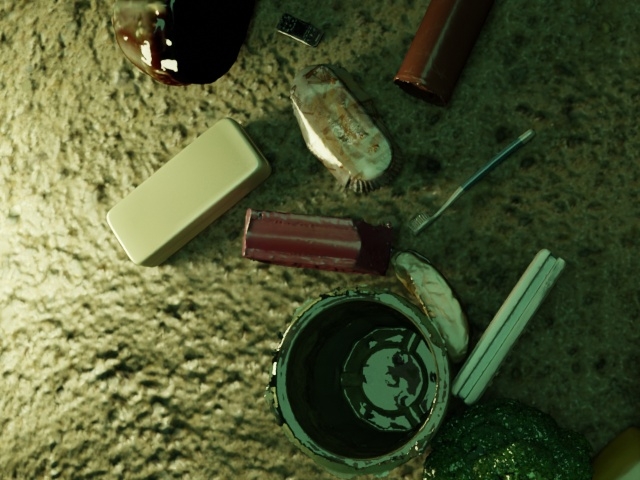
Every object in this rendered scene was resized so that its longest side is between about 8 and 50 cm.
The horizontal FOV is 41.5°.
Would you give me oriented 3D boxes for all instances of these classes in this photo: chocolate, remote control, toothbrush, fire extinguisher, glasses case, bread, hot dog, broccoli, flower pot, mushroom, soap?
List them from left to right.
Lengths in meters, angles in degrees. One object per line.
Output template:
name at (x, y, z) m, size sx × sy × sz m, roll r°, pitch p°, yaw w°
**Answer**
chocolate at (-0.272, -0.459, 1.585) m, size 0.210 × 0.225 × 0.340 m, roll 11°, pitch 85°, yaw 29°
glasses case at (-0.248, -0.088, 1.594) m, size 0.312 × 0.070 × 0.131 m, roll -38°, pitch 74°, yaw 7°
remote control at (-0.038, -0.399, 1.611) m, size 0.096 × 0.014 × 0.039 m, roll 30°, pitch 91°, yaw 18°
soap at (0.000, 0.000, 1.465) m, size 0.249 × 0.162 × 0.099 m, roll 5°, pitch 84°, yaw 17°
hot dog at (0.039, -0.205, 1.531) m, size 0.144 × 0.075 × 0.268 m, roll -35°, pitch 78°, yaw 13°
flower pot at (0.085, 0.220, 1.361) m, size 0.290 × 0.259 × 0.291 m, roll -2°, pitch 82°, yaw 16°
mushroom at (0.198, 0.105, 1.430) m, size 0.072 × 0.094 × 0.210 m, roll -31°, pitch 76°, yaw 4°
fire extinguisher at (0.230, -0.415, 1.501) m, size 0.147 × 0.106 × 0.337 m, roll 23°, pitch 87°, yaw 42°
toothbrush at (0.264, -0.105, 1.483) m, size 0.275 × 0.019 × 0.025 m, roll -41°, pitch 66°, yaw 7°
broccoli at (0.278, 0.371, 1.275) m, size 0.269 × 0.270 × 0.270 m, roll -4°, pitch 68°, yaw 15°
remote control at (0.307, 0.143, 1.390) m, size 0.055 × 0.103 × 0.277 m, roll 34°, pitch 92°, yaw 11°
bread at (0.483, 0.382, 1.317) m, size 0.173 × 0.085 × 0.134 m, roll -46°, pitch 73°, yaw 5°
